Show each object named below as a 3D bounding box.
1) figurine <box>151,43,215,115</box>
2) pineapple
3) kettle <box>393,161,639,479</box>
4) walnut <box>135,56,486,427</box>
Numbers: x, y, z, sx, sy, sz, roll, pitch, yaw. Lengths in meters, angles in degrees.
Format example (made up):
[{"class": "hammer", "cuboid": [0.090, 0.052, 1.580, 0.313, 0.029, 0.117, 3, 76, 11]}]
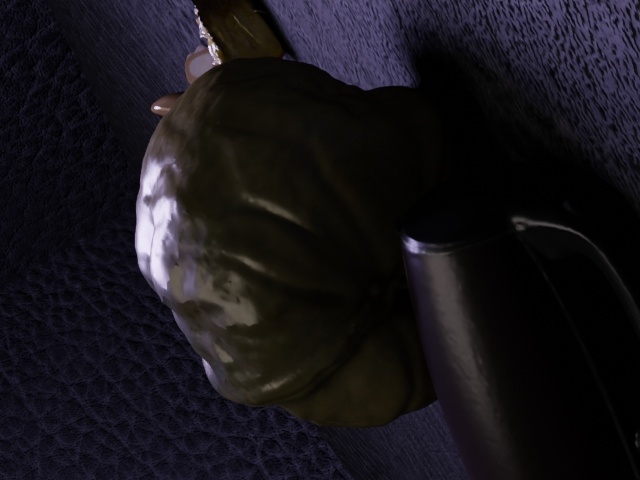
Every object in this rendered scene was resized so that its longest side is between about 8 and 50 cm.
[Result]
[{"class": "figurine", "cuboid": [-0.119, -0.071, 1.989, 0.247, 0.173, 0.177, 61, 171, -21]}, {"class": "pineapple", "cuboid": [-0.094, -0.213, 1.704, 0.137, 0.069, 0.116, 52, 170, 46]}, {"class": "kettle", "cuboid": [0.148, 0.068, 1.132, 0.202, 0.144, 0.232, 11, 132, 52]}, {"class": "walnut", "cuboid": [0.002, 0.001, 1.310, 0.277, 0.282, 0.253, -126, 46, -67]}]
